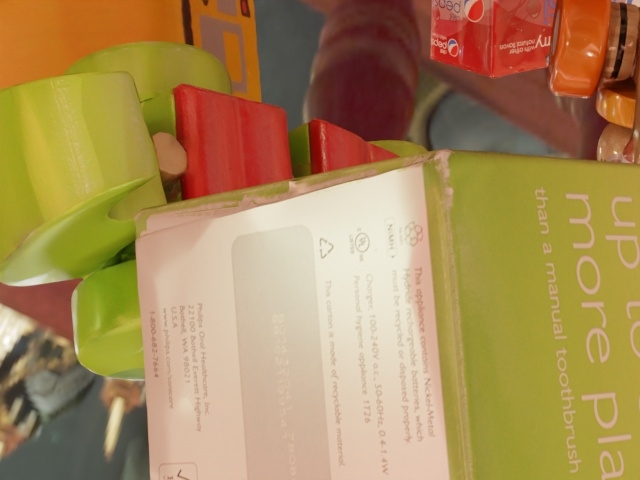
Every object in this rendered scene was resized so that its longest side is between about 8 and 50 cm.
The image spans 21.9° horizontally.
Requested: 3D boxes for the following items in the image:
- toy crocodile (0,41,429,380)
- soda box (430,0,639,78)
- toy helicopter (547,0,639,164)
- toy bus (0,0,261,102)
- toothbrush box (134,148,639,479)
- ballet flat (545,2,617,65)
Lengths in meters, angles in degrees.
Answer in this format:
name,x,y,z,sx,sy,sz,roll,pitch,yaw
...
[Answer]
name,x,y,z,sx,sy,sz,roll,pitch,yaw
toy crocodile,0.000,0.000,0.644,0.105,0.115,0.340,-24,152,36
soda box,0.219,-0.204,1.390,0.263,0.083,0.092,-13,113,-31
toy helicopter,0.210,0.008,1.094,0.140,0.355,0.235,6,143,2
toy bus,-0.207,-0.077,0.818,0.333,0.130,0.108,-5,91,18
toothbrush box,0.092,0.086,0.513,0.122,0.283,0.206,-9,82,42
ballet flat,0.195,-0.156,1.222,0.041,0.114,0.041,16,131,19
